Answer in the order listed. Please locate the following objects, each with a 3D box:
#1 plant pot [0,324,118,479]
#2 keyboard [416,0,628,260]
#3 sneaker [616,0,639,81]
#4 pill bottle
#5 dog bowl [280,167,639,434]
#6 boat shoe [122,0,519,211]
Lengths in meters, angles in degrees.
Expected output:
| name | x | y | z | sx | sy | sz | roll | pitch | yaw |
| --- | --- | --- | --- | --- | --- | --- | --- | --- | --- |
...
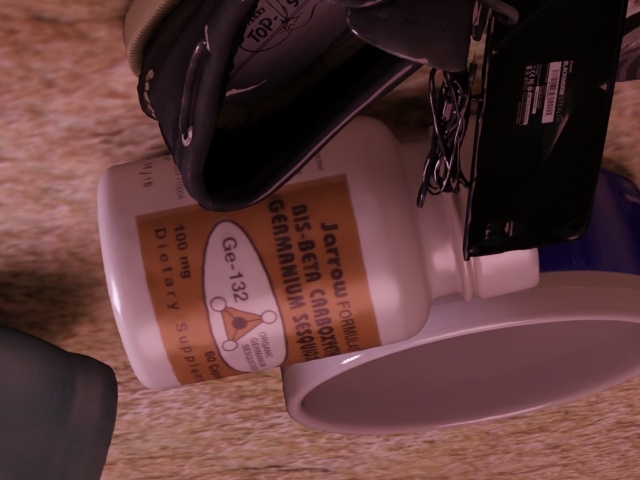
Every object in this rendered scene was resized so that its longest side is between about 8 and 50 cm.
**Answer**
| name | x | y | z | sx | sy | sz | roll | pitch | yaw |
| --- | --- | --- | --- | --- | --- | --- | --- | --- | --- |
| plant pot | -0.292 | 0.164 | 1.038 | 0.196 | 0.293 | 0.293 | 32 | 142 | -19 |
| keyboard | 0.096 | -0.080 | 0.791 | 0.100 | 0.038 | 0.192 | -8 | 125 | -17 |
| sneaker | 0.221 | -0.093 | 0.836 | 0.170 | 0.074 | 0.063 | -4 | 157 | -13 |
| pill bottle | 0.000 | 0.000 | 0.895 | 0.229 | 0.131 | 0.131 | -12 | 158 | 1 |
| dog bowl | 0.100 | 0.046 | 1.072 | 0.265 | 0.104 | 0.265 | -8 | 161 | -3 |
| boat shoe | 0.026 | -0.111 | 0.659 | 0.127 | 0.113 | 0.340 | 10 | 151 | -39 |
